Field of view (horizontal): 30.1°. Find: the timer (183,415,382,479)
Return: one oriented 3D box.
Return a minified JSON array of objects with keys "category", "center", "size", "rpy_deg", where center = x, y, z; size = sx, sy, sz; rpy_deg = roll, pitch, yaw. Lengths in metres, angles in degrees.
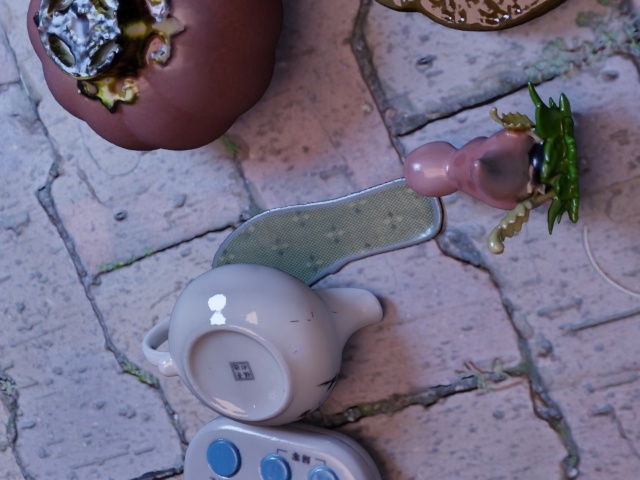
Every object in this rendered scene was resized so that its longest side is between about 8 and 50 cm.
[{"category":"timer","center":[-0.047,0.335,1.474],"size":[0.262,0.087,0.237],"rpy_deg":[10,106,24]}]

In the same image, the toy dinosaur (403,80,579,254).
[{"category":"toy dinosaur","center":[0.173,-0.088,1.232],"size":[0.177,0.194,0.152],"rpy_deg":[-6,110,5]}]

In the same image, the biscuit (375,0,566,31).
[{"category":"biscuit","center":[0.156,-0.409,1.204],"size":[0.359,0.074,0.381],"rpy_deg":[-30,86,27]}]

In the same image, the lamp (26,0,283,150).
[{"category":"lamp","center":[-0.195,-0.243,1.316],"size":[0.305,0.239,0.305],"rpy_deg":[7,106,25]}]

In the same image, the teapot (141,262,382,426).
[{"category":"teapot","center":[-0.090,0.116,1.413],"size":[0.300,0.166,0.208],"rpy_deg":[2,132,33]}]

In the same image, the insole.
[{"category":"insole","center":[0.000,0.000,1.416],"size":[0.322,0.007,0.109],"rpy_deg":[-17,95,29]}]
